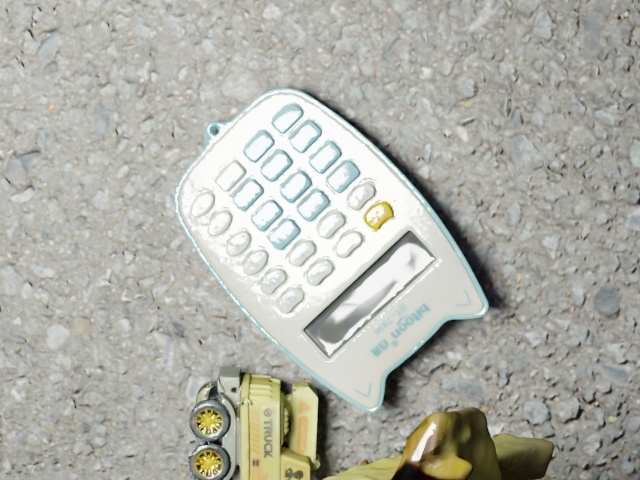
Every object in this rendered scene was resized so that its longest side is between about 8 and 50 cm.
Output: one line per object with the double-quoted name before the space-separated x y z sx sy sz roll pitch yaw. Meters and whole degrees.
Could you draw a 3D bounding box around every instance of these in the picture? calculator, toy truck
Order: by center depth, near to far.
"calculator" 0.000 0.000 1.383 0.256 0.054 0.386 -44 89 13
"toy truck" -0.078 0.292 1.409 0.157 0.124 0.272 1 96 -1

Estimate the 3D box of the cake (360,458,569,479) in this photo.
"cake" 0.169 0.396 1.320 0.290 0.256 0.282 -1 97 5

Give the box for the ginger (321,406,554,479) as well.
"ginger" 0.073 0.353 1.125 0.358 0.211 0.413 42 110 -11
